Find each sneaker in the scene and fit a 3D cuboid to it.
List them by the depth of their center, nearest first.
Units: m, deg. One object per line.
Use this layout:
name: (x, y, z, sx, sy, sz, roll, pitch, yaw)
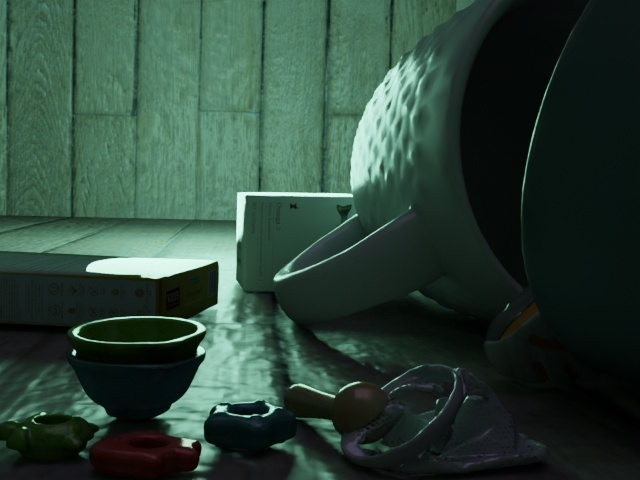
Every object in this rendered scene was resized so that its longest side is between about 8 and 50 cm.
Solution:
sneaker: (0.183, 0.010, 0.546, 0.215, 0.084, 0.083, -34, 40, -12)

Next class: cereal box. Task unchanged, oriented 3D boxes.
cereal box: (-0.222, 0.039, 0.738, 0.240, 0.047, 0.173, 2, 4, 9)

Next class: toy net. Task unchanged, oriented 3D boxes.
toy net: (-0.018, 0.070, 0.387, 0.232, 0.045, 0.122, 3, 4, 14)

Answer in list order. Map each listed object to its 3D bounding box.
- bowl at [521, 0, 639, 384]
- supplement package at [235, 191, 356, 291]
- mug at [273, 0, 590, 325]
bowl: (0.272, -0.028, 0.424, 0.311, 0.312, 0.163, -1, 23, -29)
supplement package: (0.000, 0.000, 0.968, 0.179, 0.105, 0.105, 0, 4, -11)
mug: (0.126, -0.040, 0.743, 0.374, 0.276, 0.328, -31, 8, -15)
